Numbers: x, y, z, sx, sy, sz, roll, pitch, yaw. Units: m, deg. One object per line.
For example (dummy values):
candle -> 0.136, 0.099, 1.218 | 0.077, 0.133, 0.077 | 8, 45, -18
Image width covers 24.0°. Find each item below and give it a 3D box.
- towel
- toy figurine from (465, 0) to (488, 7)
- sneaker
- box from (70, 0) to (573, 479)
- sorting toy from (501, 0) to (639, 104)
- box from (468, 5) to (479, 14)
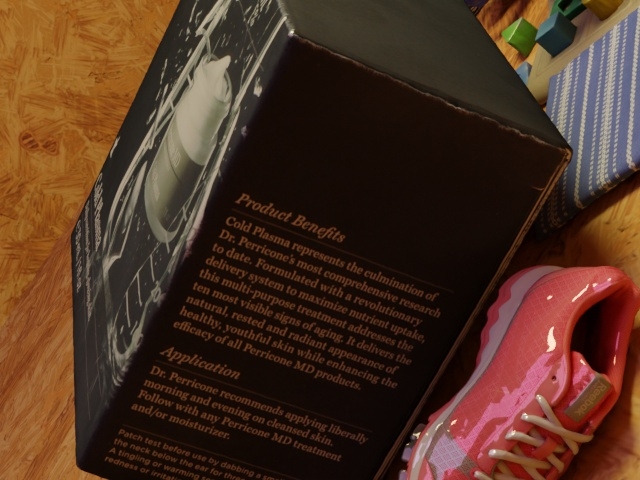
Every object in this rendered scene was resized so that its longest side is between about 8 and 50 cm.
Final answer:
towel -> 0.334, -0.162, 1.458 | 0.336, 0.040, 0.243 | -40, 26, 43
toy figurine -> 0.214, -0.416, 1.937 | 0.217, 0.191, 0.362 | -46, 20, 40
sneaker -> 0.167, 0.142, 1.218 | 0.136, 0.116, 0.314 | -19, 40, 57
box -> -0.036, -0.040, 1.541 | 0.471, 0.297, 0.480 | -60, 21, 20
sorting toy -> 0.298, -0.267, 1.681 | 0.348, 0.047, 0.196 | -37, 26, 42
box -> 0.091, -0.281, 2.154 | 0.242, 0.076, 0.307 | -55, 19, 1
